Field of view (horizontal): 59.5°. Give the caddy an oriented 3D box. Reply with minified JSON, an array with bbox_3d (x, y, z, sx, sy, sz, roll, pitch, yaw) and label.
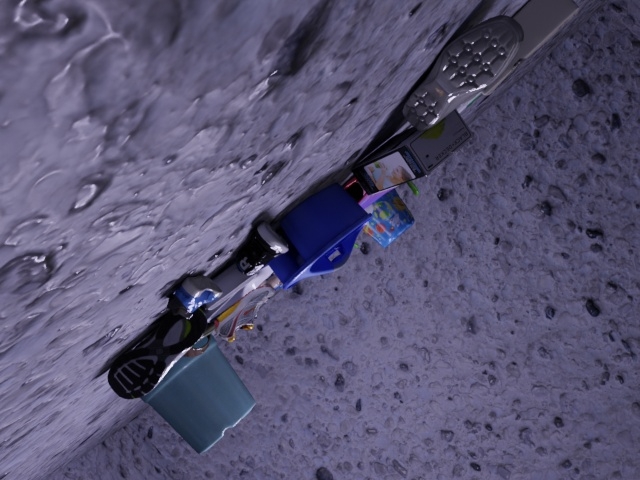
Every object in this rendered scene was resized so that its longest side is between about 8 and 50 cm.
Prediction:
[{"bbox_3d":[0.000,0.000,1.455,0.241,0.179,0.341,-43,176,36],"label":"caddy"}]

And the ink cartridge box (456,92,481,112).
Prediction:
[{"bbox_3d":[0.499,-0.478,1.856,0.181,0.056,0.224,-43,173,31],"label":"ink cartridge box"}]

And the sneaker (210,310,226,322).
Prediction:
[{"bbox_3d":[-0.303,0.237,1.829,0.081,0.080,0.211,-33,173,-40],"label":"sneaker"}]

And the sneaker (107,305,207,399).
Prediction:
[{"bbox_3d":[-0.372,0.260,1.323,0.300,0.111,0.121,-39,180,5],"label":"sneaker"}]

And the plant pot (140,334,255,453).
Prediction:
[{"bbox_3d":[-0.418,0.513,1.912,0.341,0.334,0.341,-42,176,-3],"label":"plant pot"}]

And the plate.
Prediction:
[{"bbox_3d":[-0.206,0.110,1.633,0.277,0.045,0.278,-43,176,34],"label":"plate"}]

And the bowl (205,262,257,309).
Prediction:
[{"bbox_3d":[-0.223,0.104,1.335,0.142,0.053,0.142,-38,178,-10],"label":"bowl"}]

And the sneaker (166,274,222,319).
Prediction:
[{"bbox_3d":[-0.261,0.119,1.143,0.085,0.058,0.152,-47,171,5],"label":"sneaker"}]

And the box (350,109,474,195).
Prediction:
[{"bbox_3d":[0.213,-0.209,1.356,0.169,0.087,0.290,-39,-170,-19],"label":"box"}]

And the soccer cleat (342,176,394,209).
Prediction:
[{"bbox_3d":[0.161,-0.177,1.605,0.318,0.109,0.116,-40,172,13],"label":"soccer cleat"}]

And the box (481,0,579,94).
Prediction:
[{"bbox_3d":[0.479,-0.482,1.355,0.275,0.094,0.113,-43,175,28],"label":"box"}]

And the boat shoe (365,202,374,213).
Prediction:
[{"bbox_3d":[0.082,-0.069,1.963,0.301,0.108,0.102,-41,176,35],"label":"boat shoe"}]

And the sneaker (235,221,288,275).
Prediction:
[{"bbox_3d":[-0.135,0.029,1.218,0.121,0.079,0.217,-41,176,0],"label":"sneaker"}]

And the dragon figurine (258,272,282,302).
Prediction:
[{"bbox_3d":[-0.156,0.141,2.114,0.289,0.085,0.144,-42,176,14],"label":"dragon figurine"}]

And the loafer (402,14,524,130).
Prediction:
[{"bbox_3d":[0.277,-0.330,1.094,0.111,0.112,0.319,-44,-175,-30],"label":"loafer"}]

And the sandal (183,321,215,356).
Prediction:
[{"bbox_3d":[-0.347,0.277,1.540,0.120,0.086,0.303,-6,168,-13],"label":"sandal"}]

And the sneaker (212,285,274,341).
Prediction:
[{"bbox_3d":[-0.224,0.222,1.703,0.225,0.093,0.088,-40,175,-27],"label":"sneaker"}]

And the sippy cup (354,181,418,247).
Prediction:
[{"bbox_3d":[0.239,-0.104,2.183,0.305,0.224,0.240,-44,175,29],"label":"sippy cup"}]
